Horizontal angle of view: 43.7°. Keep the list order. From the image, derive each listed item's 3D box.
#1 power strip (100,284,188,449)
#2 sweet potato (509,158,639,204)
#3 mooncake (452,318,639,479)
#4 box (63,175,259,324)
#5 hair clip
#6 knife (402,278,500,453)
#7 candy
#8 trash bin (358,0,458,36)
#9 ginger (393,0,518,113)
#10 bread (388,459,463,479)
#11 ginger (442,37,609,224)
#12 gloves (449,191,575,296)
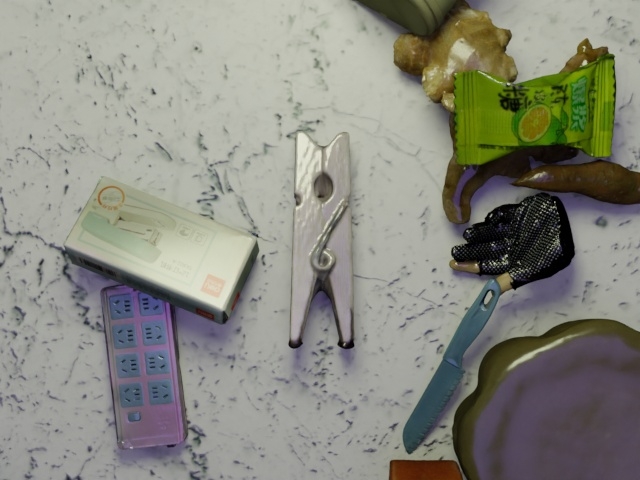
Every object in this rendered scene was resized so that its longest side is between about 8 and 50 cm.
[{"bbox_3d":[-0.276,0.193,1.256,0.109,0.037,0.279,-6,90,2],"label":"power strip"},{"bbox_3d":[0.416,-0.088,1.197,0.273,0.067,0.067,3,91,-12],"label":"sweet potato"},{"bbox_3d":[0.377,0.296,1.157,0.378,0.201,0.379,0,86,4],"label":"mooncake"},{"bbox_3d":[-0.236,0.014,1.214,0.269,0.079,0.135,23,67,2],"label":"box"},{"bbox_3d":[0.000,0.000,1.221,0.101,0.085,0.331,0,84,0],"label":"hair clip"},{"bbox_3d":[0.198,0.196,1.214,0.044,0.019,0.313,29,107,8],"label":"knife"},{"bbox_3d":[0.306,-0.177,1.126,0.246,0.069,0.149,-6,111,-4],"label":"candy"},{"bbox_3d":[0.153,-0.450,1.160,0.247,0.121,0.243,-48,55,0],"label":"trash bin"},{"bbox_3d":[0.195,-0.283,1.192,0.157,0.102,0.216,-40,60,4],"label":"ginger"},{"bbox_3d":[0.144,0.465,1.110,0.114,0.295,0.328,2,108,3],"label":"bread"},{"bbox_3d":[0.304,-0.173,1.211,0.333,0.080,0.166,-31,87,7],"label":"ginger"},{"bbox_3d":[0.284,0.009,1.212,0.180,0.106,0.129,-17,96,28],"label":"gloves"}]
